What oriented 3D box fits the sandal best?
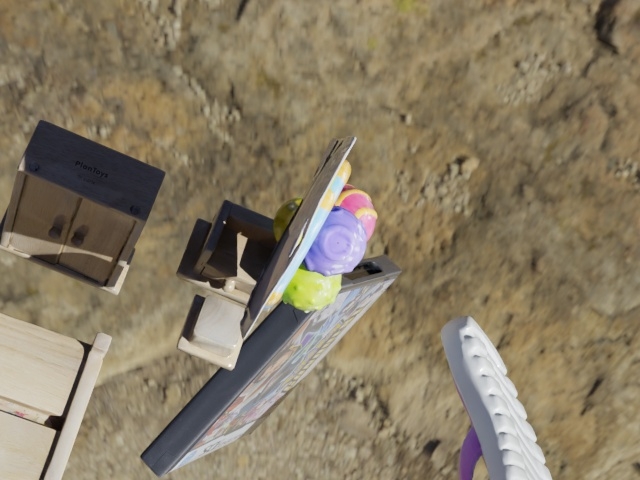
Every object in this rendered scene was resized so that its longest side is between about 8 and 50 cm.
[{"bbox_3d":[0.184,0.265,1.459,0.102,0.169,0.416,-27,41,16],"label":"sandal"}]

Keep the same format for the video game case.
[{"bbox_3d":[-0.045,0.128,1.470,0.035,0.248,0.275,46,106,12],"label":"video game case"}]

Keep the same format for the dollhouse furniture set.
[{"bbox_3d":[-0.222,0.116,1.032,0.303,0.174,0.355,22,65,-9],"label":"dollhouse furniture set"}]

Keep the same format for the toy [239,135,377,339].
[{"bbox_3d":[0.000,0.000,0.920,0.056,0.237,0.137,28,92,-7],"label":"toy"}]
